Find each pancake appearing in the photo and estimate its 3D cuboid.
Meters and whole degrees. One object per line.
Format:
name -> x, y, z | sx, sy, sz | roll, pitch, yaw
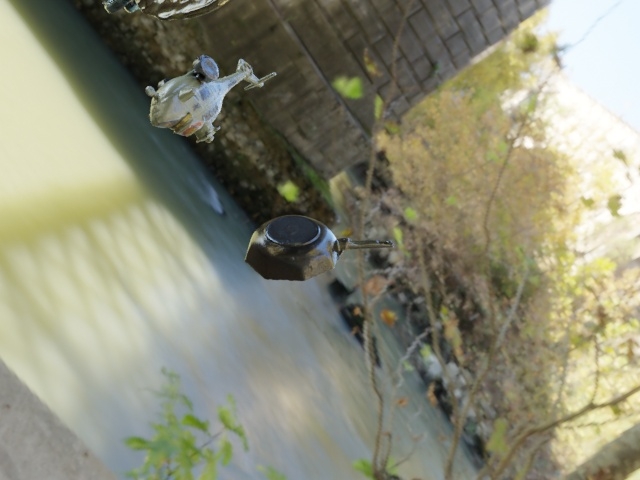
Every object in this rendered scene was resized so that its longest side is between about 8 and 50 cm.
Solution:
pancake -> -0.155, -0.371, 1.065 | 0.029, 0.211, 0.235 | 50, 28, -50

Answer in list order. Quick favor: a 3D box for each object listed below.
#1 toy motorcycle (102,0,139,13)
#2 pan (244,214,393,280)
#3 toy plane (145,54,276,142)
toy motorcycle -> -0.298, -0.502, 1.489 | 0.154, 0.206, 0.260 | 54, 13, -30
pan -> -0.009, -0.008, 1.174 | 0.128, 0.201, 0.048 | 38, -42, 41
toy plane -> -0.157, -0.212, 1.190 | 0.108, 0.092, 0.286 | 58, 32, -14
